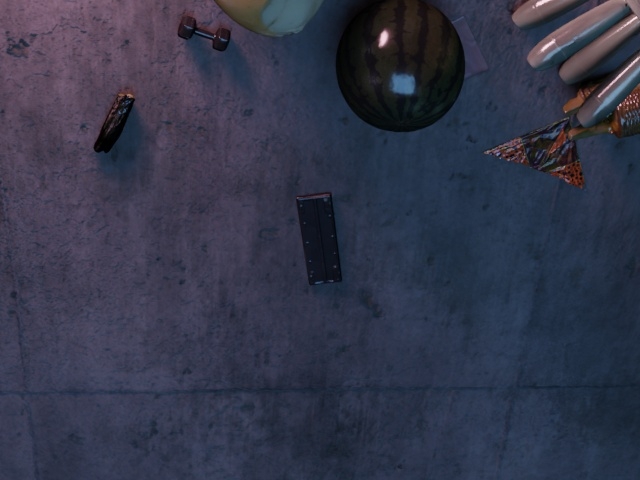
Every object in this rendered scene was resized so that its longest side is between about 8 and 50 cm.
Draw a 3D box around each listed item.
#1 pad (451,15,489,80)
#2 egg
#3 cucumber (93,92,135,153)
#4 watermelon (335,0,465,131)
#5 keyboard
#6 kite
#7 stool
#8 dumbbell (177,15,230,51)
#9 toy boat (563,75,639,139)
[{"bbox_3d":[0.178,-0.290,1.861,0.188,0.006,0.113,-25,123,12],"label":"pad"},{"bbox_3d":[-0.086,-0.420,1.630,0.244,0.201,0.201,41,113,-17],"label":"egg"},{"bbox_3d":[-0.347,-0.196,1.863,0.033,0.034,0.134,17,122,-22],"label":"cucumber"},{"bbox_3d":[0.125,-0.278,1.743,0.212,0.212,0.212,-2,125,-3],"label":"watermelon"},{"bbox_3d":[0.000,0.000,2.047,0.067,0.011,0.202,-7,125,2],"label":"keyboard"},{"bbox_3d":[0.411,-0.170,1.969,0.222,0.008,0.125,17,119,-17],"label":"kite"},{"bbox_3d":[0.437,-0.326,1.750,0.199,0.195,0.195,-33,122,22],"label":"stool"},{"bbox_3d":[-0.187,-0.332,1.779,0.083,0.036,0.040,17,122,-17],"label":"dumbbell"},{"bbox_3d":[0.562,-0.236,1.868,0.310,0.115,0.089,-11,126,2],"label":"toy boat"}]
